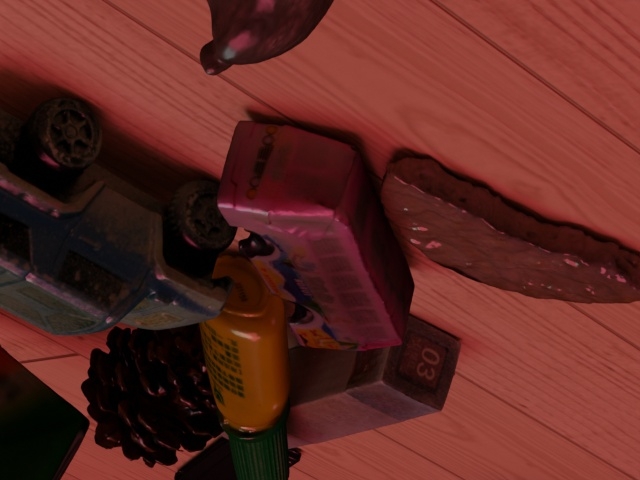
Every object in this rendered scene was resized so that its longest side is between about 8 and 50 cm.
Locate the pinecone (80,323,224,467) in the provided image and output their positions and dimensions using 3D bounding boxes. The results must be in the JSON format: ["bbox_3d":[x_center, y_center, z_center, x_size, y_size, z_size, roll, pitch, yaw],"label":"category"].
[{"bbox_3d":[-0.161,0.150,2.054,0.174,0.173,0.173,15,158,6],"label":"pinecone"}]

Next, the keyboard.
[{"bbox_3d":[-0.112,0.288,2.509,0.101,0.018,0.310,20,158,-11],"label":"keyboard"}]

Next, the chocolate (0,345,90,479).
[{"bbox_3d":[-0.395,0.148,1.993,0.341,0.161,0.360,40,171,0],"label":"chocolate"}]

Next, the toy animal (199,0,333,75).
[{"bbox_3d":[-0.017,-0.206,1.176,0.108,0.138,0.236,52,136,15],"label":"toy animal"}]

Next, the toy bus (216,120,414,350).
[{"bbox_3d":[0.000,0.001,1.642,0.112,0.090,0.274,6,156,18],"label":"toy bus"}]

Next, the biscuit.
[{"bbox_3d":[0.146,0.003,1.614,0.250,0.032,0.133,23,157,-14],"label":"biscuit"}]

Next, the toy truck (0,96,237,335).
[{"bbox_3d":[-0.210,-0.009,1.689,0.279,0.156,0.155,32,154,-29],"label":"toy truck"}]

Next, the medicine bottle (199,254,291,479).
[{"bbox_3d":[-0.069,0.144,1.930,0.111,0.076,0.309,50,156,37],"label":"medicine bottle"}]

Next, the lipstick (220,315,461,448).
[{"bbox_3d":[0.007,0.152,2.014,0.076,0.079,0.371,27,157,-22],"label":"lipstick"}]
